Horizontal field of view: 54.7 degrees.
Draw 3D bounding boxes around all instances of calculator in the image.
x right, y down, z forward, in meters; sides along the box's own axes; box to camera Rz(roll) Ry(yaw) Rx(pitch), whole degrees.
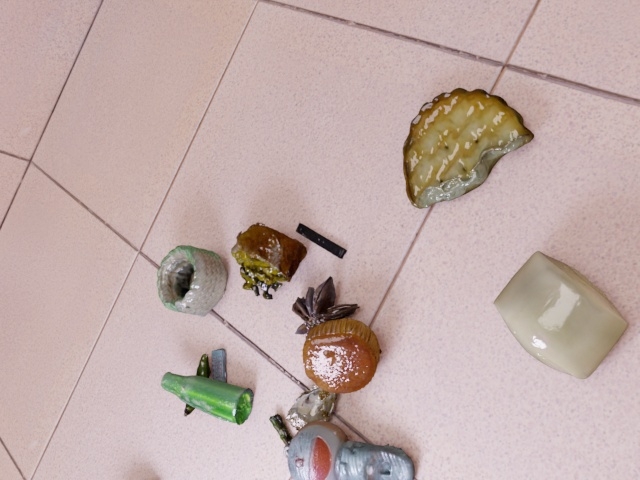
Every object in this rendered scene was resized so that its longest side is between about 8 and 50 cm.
[{"bbox_3d":[-0.309,0.418,1.897,0.057,0.018,0.172,-18,69,33],"label":"calculator"}]

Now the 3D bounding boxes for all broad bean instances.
[{"bbox_3d":[-0.375,0.450,1.915,0.046,0.061,0.196,16,74,7],"label":"broad bean"}]

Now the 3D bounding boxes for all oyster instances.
[{"bbox_3d":[-0.016,0.441,1.652,0.105,0.056,0.177,29,101,22],"label":"oyster"}]

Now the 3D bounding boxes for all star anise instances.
[{"bbox_3d":[0.004,0.209,1.683,0.236,0.093,0.229,18,94,42],"label":"star anise"}]

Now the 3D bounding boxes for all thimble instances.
[{"bbox_3d":[-0.404,0.129,1.959,0.218,0.150,0.219,-11,71,34],"label":"thimble"}]

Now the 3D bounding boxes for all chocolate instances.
[{"bbox_3d":[-0.341,0.451,1.821,0.291,0.110,0.110,11,85,24],"label":"chocolate"}]

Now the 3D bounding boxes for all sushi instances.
[{"bbox_3d":[-0.161,0.059,1.805,0.296,0.167,0.179,18,67,31],"label":"sushi"}]

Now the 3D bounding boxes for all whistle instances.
[{"bbox_3d":[0.054,0.542,1.514,0.347,0.189,0.189,0,77,25],"label":"whistle"}]

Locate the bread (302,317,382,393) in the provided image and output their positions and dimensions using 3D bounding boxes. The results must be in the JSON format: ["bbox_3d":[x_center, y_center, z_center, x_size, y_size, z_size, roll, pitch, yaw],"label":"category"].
[{"bbox_3d":[0.050,0.294,1.559,0.199,0.104,0.199,4,108,11],"label":"bread"}]

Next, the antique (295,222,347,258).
[{"bbox_3d":[0.000,0.000,1.783,0.192,0.015,0.031,31,97,38],"label":"antique"}]

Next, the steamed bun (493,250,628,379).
[{"bbox_3d":[0.490,0.154,1.296,0.200,0.154,0.250,-53,51,13],"label":"steamed bun"}]

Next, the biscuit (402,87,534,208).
[{"bbox_3d":[0.361,-0.229,1.547,0.334,0.078,0.330,6,79,37],"label":"biscuit"}]

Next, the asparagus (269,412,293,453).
[{"bbox_3d":[-0.091,0.547,1.690,0.030,0.036,0.165,-49,55,25],"label":"asparagus"}]
